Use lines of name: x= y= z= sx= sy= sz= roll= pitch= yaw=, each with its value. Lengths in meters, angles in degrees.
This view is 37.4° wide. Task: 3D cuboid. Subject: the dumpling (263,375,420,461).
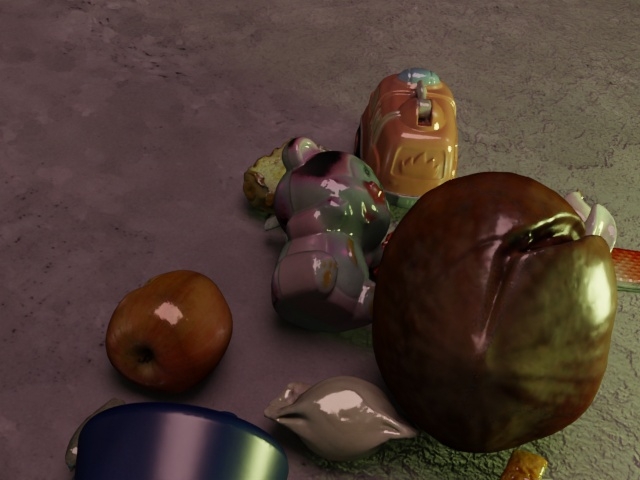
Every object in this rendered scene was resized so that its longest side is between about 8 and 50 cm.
dumpling: x=0.034 y=0.255 z=1.395 sx=0.229 sy=0.124 sz=0.151 roll=13 pitch=11 yaw=1

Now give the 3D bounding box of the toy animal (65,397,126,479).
toy animal: x=-0.329 y=0.312 z=1.287 sx=0.070 sy=0.079 sz=0.253 roll=12 pitch=41 yaw=18

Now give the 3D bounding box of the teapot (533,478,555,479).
teapot: x=0.291 y=0.394 z=1.143 sx=0.221 sy=0.163 sz=0.178 roll=-4 pitch=6 yaw=-34

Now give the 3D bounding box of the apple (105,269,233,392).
apple: x=-0.225 y=0.132 z=1.438 sx=0.199 sy=0.199 sz=0.199 roll=5 pitch=43 yaw=-5

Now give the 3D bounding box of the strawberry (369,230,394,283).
strawberry: x=0.141 y=0.040 z=1.672 sx=0.104 sy=0.048 sz=0.152 roll=-11 pitch=33 yaw=24

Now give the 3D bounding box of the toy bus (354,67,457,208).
toy bus: x=0.172 y=-0.203 z=1.817 sx=0.194 sy=0.232 sz=0.287 roll=4 pitch=45 yaw=-3

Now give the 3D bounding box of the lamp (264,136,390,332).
lamp: x=0.000 y=0.000 z=1.601 sx=0.247 sy=0.247 sz=0.301 roll=30 pitch=54 yaw=-33

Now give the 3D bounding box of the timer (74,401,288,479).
timer: x=-0.191 y=0.412 z=1.111 sx=0.270 sy=0.270 sz=0.383 roll=8 pitch=54 yaw=-2

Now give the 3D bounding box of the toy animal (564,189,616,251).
toy animal: x=0.328 y=0.047 z=1.582 sx=0.310 sy=0.247 sz=0.183 roll=3 pitch=22 yaw=15

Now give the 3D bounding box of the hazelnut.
hazelnut: x=0.252 y=0.108 z=1.362 sx=0.359 sy=0.409 sz=0.359 roll=1 pitch=24 yaw=-1

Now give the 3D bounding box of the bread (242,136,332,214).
bread: x=-0.054 y=-0.119 z=1.794 sx=0.128 sy=0.088 sz=0.232 roll=37 pitch=43 yaw=15

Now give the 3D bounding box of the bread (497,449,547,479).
bread: x=0.258 y=0.377 z=1.310 sx=0.065 sy=0.103 sz=0.187 roll=23 pitch=47 yaw=14

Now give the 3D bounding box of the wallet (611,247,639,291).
wallet: x=0.599 y=0.057 z=1.768 sx=0.196 sy=0.020 sz=0.103 roll=7 pitch=44 yaw=-3
